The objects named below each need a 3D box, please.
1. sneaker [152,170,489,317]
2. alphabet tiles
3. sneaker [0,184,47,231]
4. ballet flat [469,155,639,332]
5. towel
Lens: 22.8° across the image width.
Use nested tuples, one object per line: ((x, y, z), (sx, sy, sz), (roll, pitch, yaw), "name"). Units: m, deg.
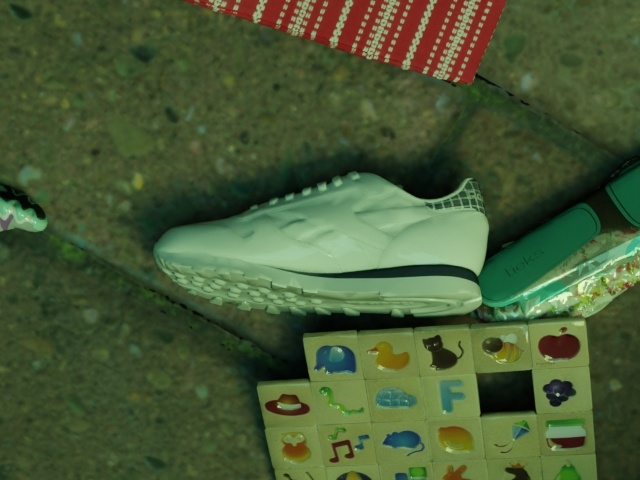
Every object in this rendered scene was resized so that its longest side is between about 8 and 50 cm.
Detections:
((0.000, 0.000, 1.115), (0.235, 0.090, 0.095), (3, 76, 6), "sneaker")
((0.079, 0.143, 1.149), (0.237, 0.009, 0.198), (-4, 123, 9), "alphabet tiles")
((-0.247, -0.009, 1.126), (0.098, 0.038, 0.069), (23, 105, 3), "sneaker")
((0.216, 0.000, 1.122), (0.241, 0.091, 0.077), (-28, 134, 11), "ballet flat")
((0.021, -0.224, 1.023), (0.275, 0.031, 0.199), (14, 105, -31), "towel")
